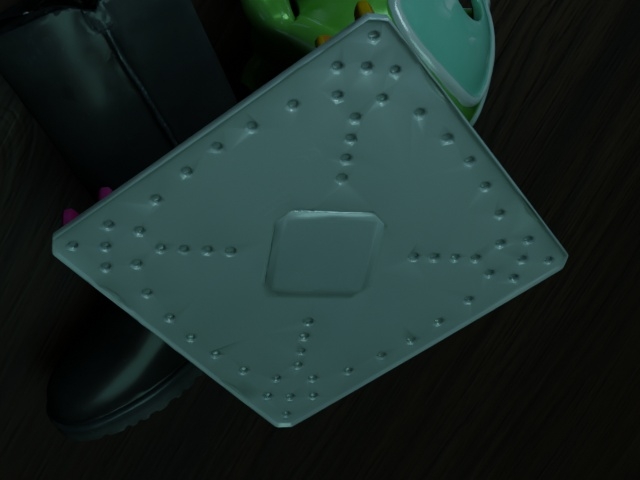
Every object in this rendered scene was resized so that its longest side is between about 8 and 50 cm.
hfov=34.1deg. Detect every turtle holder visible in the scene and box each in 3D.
[{"bbox_3d":[0.042,-0.225,1.128,0.320,0.243,0.227,37,82,-6],"label":"turtle holder"}]

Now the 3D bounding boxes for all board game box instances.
[{"bbox_3d":[0.000,0.000,1.067,0.390,0.050,0.390,-32,129,16],"label":"board game box"}]

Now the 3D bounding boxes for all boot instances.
[{"bbox_3d":[-0.226,-0.041,1.110,0.367,0.146,0.445,-37,130,-16],"label":"boot"}]
